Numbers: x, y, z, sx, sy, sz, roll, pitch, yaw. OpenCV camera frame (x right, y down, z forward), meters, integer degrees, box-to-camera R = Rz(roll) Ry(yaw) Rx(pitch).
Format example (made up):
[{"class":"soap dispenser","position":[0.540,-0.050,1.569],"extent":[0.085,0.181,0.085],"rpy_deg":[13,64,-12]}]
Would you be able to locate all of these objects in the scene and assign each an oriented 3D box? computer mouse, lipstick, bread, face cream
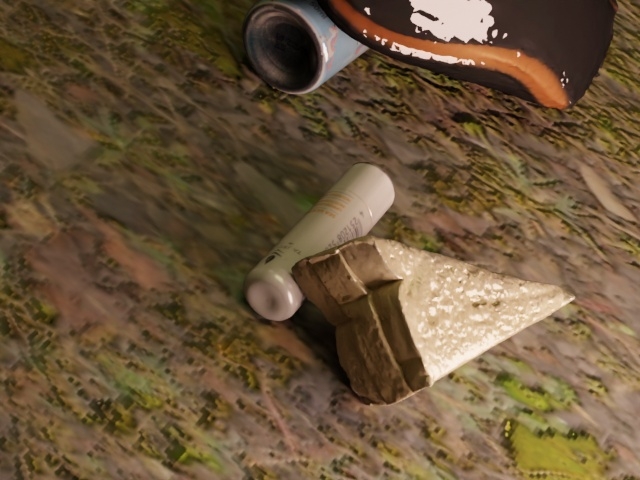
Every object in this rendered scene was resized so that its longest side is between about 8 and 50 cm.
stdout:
[{"class":"computer mouse","position":[0.116,-0.201,1.236],"extent":[0.323,0.116,0.183],"rpy_deg":[11,79,-44]},{"class":"lipstick","position":[0.000,0.000,1.126],"extent":[0.040,0.040,0.141],"rpy_deg":[35,46,7]},{"class":"bread","position":[0.073,0.029,1.088],"extent":[0.152,0.077,0.105],"rpy_deg":[-26,92,-41]},{"class":"face cream","position":[0.036,-0.188,1.285],"extent":[0.075,0.075,0.229],"rpy_deg":[38,46,10]}]
